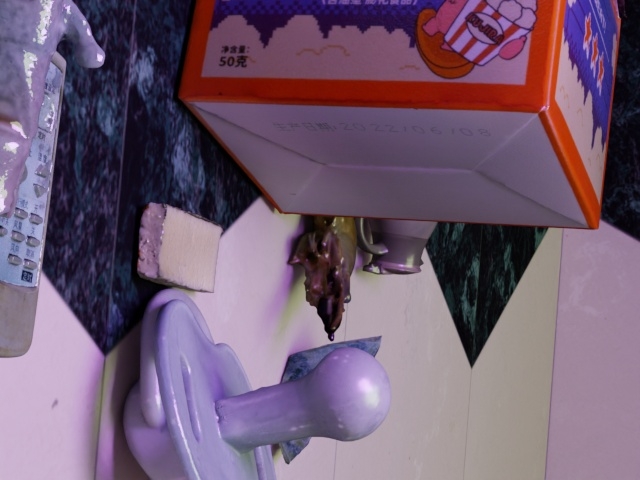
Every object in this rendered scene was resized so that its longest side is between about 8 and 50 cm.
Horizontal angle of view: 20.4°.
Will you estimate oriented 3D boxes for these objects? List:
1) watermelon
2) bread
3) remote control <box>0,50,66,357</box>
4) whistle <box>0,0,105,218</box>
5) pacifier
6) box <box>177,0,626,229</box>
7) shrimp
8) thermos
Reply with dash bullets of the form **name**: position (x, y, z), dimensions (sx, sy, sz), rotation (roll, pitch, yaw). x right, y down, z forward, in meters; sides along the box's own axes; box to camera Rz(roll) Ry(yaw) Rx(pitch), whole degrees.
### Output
- **watermelon**: position (-0.004, 0.167, 1.942), dimensions (0.180, 0.081, 0.094), rotation (-45, 154, -41)
- **bread**: position (-0.125, 0.008, 1.602), dimensions (0.153, 0.028, 0.068), rotation (20, 75, -72)
- **remote control**: position (-0.226, -0.033, 1.277), dimensions (0.098, 0.038, 0.234), rotation (28, 66, -71)
- **whistle**: position (-0.198, -0.189, 1.195), dimensions (0.142, 0.133, 0.346), rotation (10, 93, -39)
- **pacifier**: position (-0.048, 0.144, 1.567), dimensions (0.287, 0.225, 0.238), rotation (60, 19, -61)
- **box**: position (0.093, -0.184, 1.714), dimensions (0.318, 0.348, 0.257), rotation (49, 47, -62)
- **shrimp**: position (-0.003, 0.009, 1.919), dimensions (0.262, 0.066, 0.117), rotation (-82, 152, -61)
- **thermos**: position (0.090, -0.054, 2.153), dimensions (0.137, 0.105, 0.193), rotation (5, 96, -46)
